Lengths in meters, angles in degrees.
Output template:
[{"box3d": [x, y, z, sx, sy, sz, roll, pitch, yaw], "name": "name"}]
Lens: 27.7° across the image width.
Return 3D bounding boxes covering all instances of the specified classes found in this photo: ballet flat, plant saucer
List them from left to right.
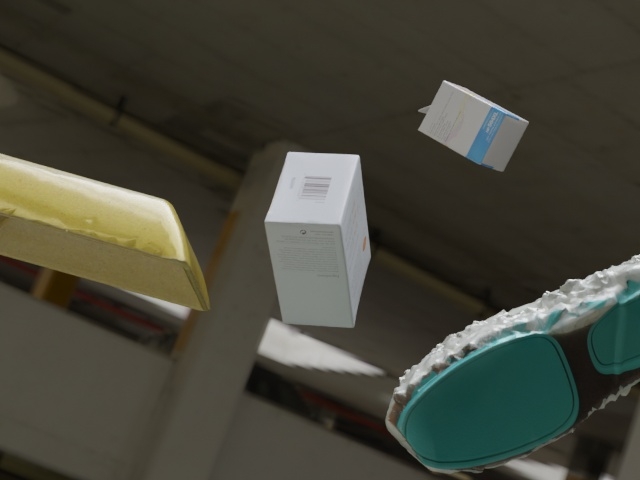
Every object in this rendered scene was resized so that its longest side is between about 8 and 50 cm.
[{"box3d": [-0.294, -0.016, 1.584, 0.333, 0.081, 0.333, 15, -12, 2], "name": "plant saucer"}, {"box3d": [0.239, 0.113, 1.311, 0.147, 0.409, 0.147, 59, -17, 31], "name": "ballet flat"}]

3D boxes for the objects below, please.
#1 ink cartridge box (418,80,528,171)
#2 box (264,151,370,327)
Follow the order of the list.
[{"box3d": [0.231, -0.183, 2.022, 0.143, 0.090, 0.092, 33, 13, 29], "name": "ink cartridge box"}, {"box3d": [0.000, 0.000, 1.552, 0.091, 0.130, 0.170, 3, -47, 12], "name": "box"}]
